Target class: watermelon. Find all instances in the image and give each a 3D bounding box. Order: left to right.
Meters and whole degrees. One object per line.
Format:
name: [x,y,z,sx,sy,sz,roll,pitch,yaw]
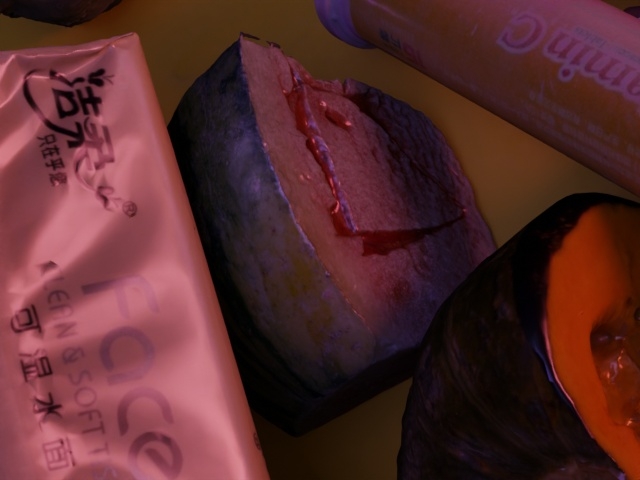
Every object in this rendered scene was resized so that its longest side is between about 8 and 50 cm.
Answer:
watermelon: [0.000,0.000,1.136,0.213,0.201,0.262,66,153,13]

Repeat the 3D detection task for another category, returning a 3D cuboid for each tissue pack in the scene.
tissue pack: [-0.188,0.113,1.100,0.332,0.205,0.405,-36,69,63]

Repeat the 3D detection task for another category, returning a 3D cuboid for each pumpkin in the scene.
pumpkin: [0.171,0.148,1.018,0.232,0.242,0.325,-34,76,49]

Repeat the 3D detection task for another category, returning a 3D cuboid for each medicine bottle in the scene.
medicine bottle: [0.168,-0.085,0.997,0.426,0.108,0.108,37,102,40]

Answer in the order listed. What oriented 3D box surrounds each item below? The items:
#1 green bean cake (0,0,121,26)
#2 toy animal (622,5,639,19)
green bean cake: [-0.212,-0.279,1.242,0.227,0.125,0.223,29,97,21]
toy animal: [0.291,-0.158,1.020,0.324,0.090,0.195,-44,74,27]
